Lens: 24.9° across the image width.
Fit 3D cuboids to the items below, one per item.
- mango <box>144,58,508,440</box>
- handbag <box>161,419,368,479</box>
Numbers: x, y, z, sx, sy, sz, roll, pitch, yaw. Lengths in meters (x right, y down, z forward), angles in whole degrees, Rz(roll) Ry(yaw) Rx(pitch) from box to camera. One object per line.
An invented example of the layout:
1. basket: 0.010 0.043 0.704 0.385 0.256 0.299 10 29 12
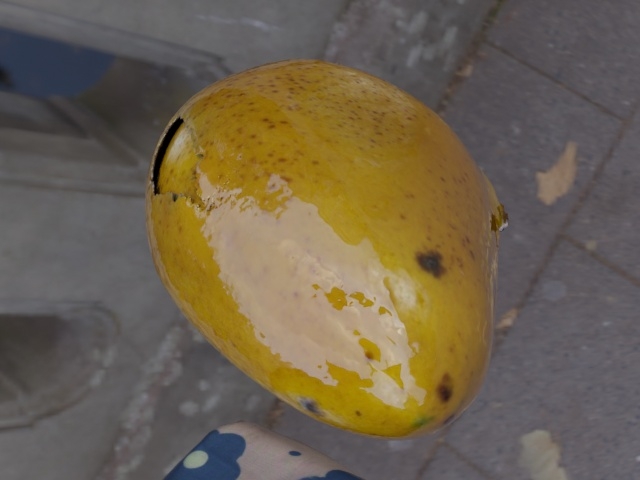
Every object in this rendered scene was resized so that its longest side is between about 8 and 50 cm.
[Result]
1. mango: 0.000 0.000 0.806 0.160 0.191 0.290 -61 28 22
2. handbag: -0.024 0.232 0.695 0.193 0.190 0.251 19 54 39
